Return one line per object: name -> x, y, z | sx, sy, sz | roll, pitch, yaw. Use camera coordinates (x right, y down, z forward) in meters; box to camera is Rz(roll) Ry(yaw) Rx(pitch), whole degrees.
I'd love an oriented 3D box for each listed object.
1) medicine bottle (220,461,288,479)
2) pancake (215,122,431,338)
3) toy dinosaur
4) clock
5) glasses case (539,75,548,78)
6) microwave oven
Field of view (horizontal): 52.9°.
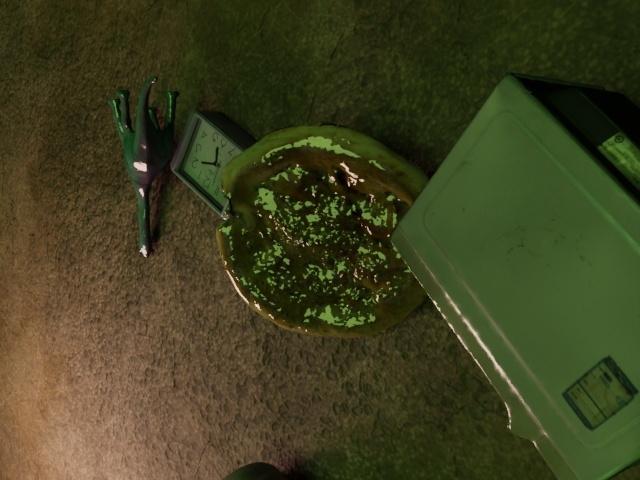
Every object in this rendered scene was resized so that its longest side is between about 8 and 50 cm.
medicine bottle -> -0.088, 0.574, 1.123 | 0.302, 0.241, 0.241 | 42, 119, 27
pancake -> 0.001, -0.001, 1.007 | 0.383, 0.071, 0.381 | 7, 116, 15
toy dinosaur -> -0.338, -0.121, 1.270 | 0.383, 0.130, 0.330 | -174, 80, -70
clock -> -0.190, -0.145, 1.232 | 0.193, 0.073, 0.144 | 40, 117, 28
glasses case -> 0.320, -0.113, 0.844 | 0.071, 0.047, 0.204 | -43, 69, 43
microwave oven -> 0.296, 0.032, 0.691 | 0.354, 0.219, 0.286 | 58, 134, 31
